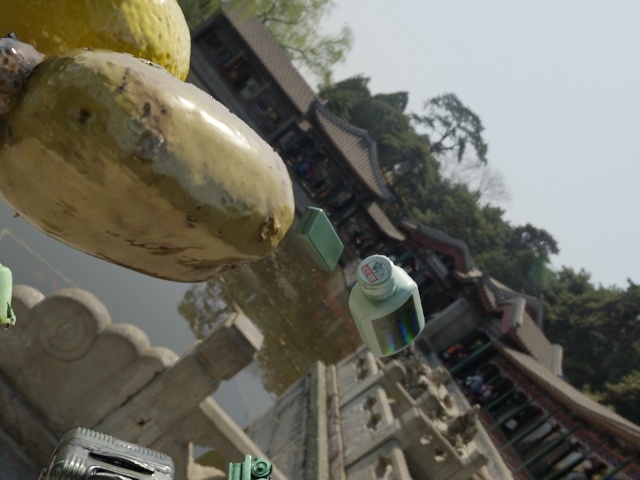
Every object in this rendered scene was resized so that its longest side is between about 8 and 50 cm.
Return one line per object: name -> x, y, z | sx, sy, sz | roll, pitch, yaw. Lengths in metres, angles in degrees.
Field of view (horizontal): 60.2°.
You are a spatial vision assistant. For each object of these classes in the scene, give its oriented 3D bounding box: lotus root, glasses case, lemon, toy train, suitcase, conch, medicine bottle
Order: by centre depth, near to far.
lotus root -> -0.140, -0.055, 0.441 | 0.284, 0.160, 0.146 | 35, 23, -40
lemon -> -0.277, -0.248, 0.681 | 0.228, 0.228, 0.253 | 51, 5, -4
suitcase -> -0.369, 0.459, 0.854 | 0.202, 0.312, 0.128 | 25, 5, -17
medicine bottle -> 0.116, 0.116, 0.990 | 0.083, 0.121, 0.229 | 52, -10, 40
toy train -> -0.140, 0.486, 1.042 | 0.170, 0.111, 0.071 | -99, -172, -60
conch -> -0.748, 0.123, 1.242 | 0.079, 0.106, 0.170 | 120, -46, -66
glasses case -> 0.000, 0.000, 1.289 | 0.039, 0.078, 0.184 | 15, -23, 27
